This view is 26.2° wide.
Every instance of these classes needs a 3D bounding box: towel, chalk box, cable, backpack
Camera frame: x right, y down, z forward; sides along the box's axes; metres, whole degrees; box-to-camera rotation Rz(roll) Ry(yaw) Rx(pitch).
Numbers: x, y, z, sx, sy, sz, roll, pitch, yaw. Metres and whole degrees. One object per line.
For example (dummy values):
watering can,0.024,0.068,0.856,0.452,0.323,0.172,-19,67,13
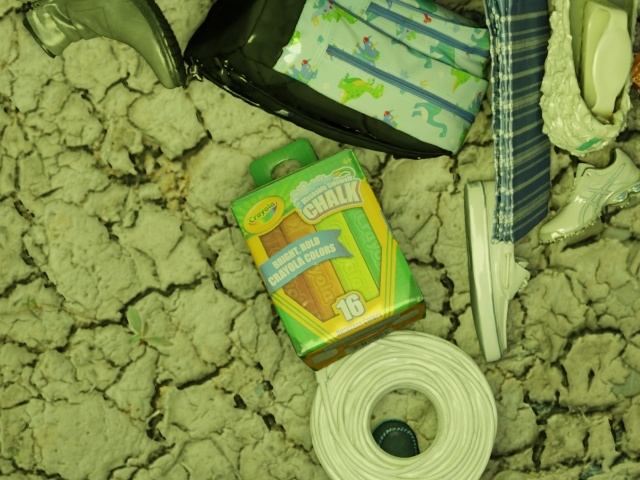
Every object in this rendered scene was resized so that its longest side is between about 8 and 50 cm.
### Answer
towel,0.262,-0.177,1.820,0.040,0.243,0.336,3,103,22
chalk box,0.000,0.000,1.822,0.180,0.179,0.289,-26,78,0
cable,0.114,0.252,1.908,0.257,0.089,0.257,1,77,-1
backpack,0.046,-0.228,1.764,0.355,0.290,0.273,35,81,-18

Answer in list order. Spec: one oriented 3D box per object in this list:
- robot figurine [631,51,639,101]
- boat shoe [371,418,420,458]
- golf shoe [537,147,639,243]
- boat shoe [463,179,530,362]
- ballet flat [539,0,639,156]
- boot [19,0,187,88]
robot figurine,0.565,-0.203,1.910,0.291,0.085,0.211,36,96,-11
boat shoe,0.109,0.389,1.980,0.109,0.089,0.258,-1,101,-6
golf shoe,0.368,-0.063,1.932,0.176,0.069,0.086,-32,97,-10
boat shoe,0.251,0.043,1.923,0.084,0.095,0.258,-5,103,0
ballet flat,0.376,-0.315,1.811,0.147,0.147,0.409,3,90,-6
boot,-0.294,-0.282,1.821,0.161,0.083,0.246,-29,97,8
